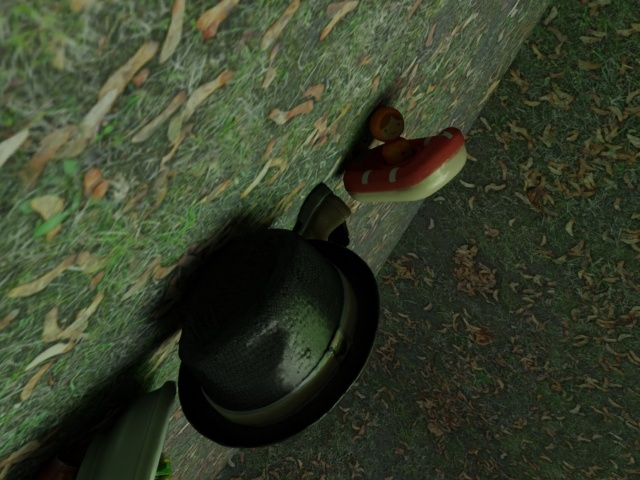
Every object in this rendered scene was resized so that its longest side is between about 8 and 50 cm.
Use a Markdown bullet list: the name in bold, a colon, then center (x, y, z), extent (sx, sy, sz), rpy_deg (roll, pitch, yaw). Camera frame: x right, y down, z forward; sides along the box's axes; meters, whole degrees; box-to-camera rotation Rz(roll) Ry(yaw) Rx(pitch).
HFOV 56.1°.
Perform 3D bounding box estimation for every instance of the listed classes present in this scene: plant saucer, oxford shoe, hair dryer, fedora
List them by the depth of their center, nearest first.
- **fedora**: center (-0.086, 0.101, 0.820), extent (0.334, 0.334, 0.152), rpy_deg (-48, 135, -16)
- **plant saucer**: center (-0.301, 0.390, 0.851), extent (0.400, 0.101, 0.400), rpy_deg (-164, -90, -80)
- **hair dryer**: center (-0.408, 0.402, 0.877), extent (0.293, 0.080, 0.223), rpy_deg (-58, -171, 37)
- **oxford shoe**: center (0.000, 0.000, 1.106), extent (0.083, 0.096, 0.227), rpy_deg (-47, 170, -31)

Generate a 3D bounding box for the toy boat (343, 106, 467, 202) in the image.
- **toy boat**: center (0.132, -0.158, 1.031), extent (0.231, 0.151, 0.151), rpy_deg (0, -145, 46)

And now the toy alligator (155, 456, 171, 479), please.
- **toy alligator**: center (-0.395, 0.573, 1.476), extent (0.051, 0.056, 0.189), rpy_deg (-2, 151, -15)
